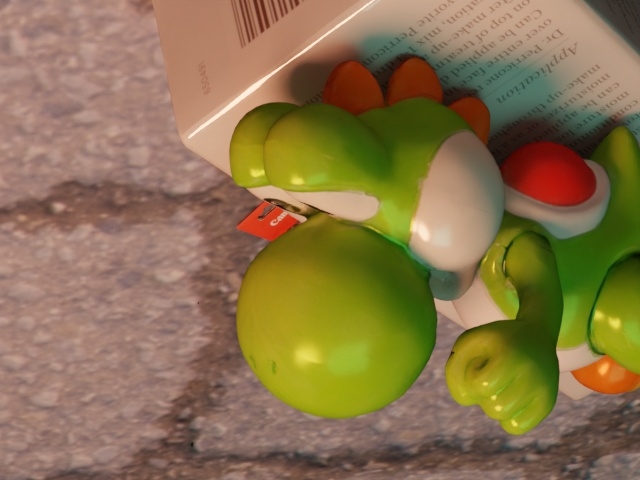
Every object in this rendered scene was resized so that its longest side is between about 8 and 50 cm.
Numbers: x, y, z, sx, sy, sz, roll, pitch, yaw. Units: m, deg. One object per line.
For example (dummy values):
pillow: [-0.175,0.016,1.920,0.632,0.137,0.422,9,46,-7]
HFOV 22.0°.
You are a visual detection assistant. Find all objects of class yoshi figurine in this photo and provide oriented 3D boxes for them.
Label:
yoshi figurine: [0.086,0.044,0.954,0.362,0.203,0.203,22,135,-34]

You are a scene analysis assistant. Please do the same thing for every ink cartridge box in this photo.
ink cartridge box: [0.000,0.000,1.255,0.115,0.029,0.063,22,129,-38]

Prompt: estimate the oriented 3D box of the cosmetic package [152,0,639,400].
cosmetic package: [0.126,-0.082,1.091,0.230,0.162,0.453,-34,137,22]
